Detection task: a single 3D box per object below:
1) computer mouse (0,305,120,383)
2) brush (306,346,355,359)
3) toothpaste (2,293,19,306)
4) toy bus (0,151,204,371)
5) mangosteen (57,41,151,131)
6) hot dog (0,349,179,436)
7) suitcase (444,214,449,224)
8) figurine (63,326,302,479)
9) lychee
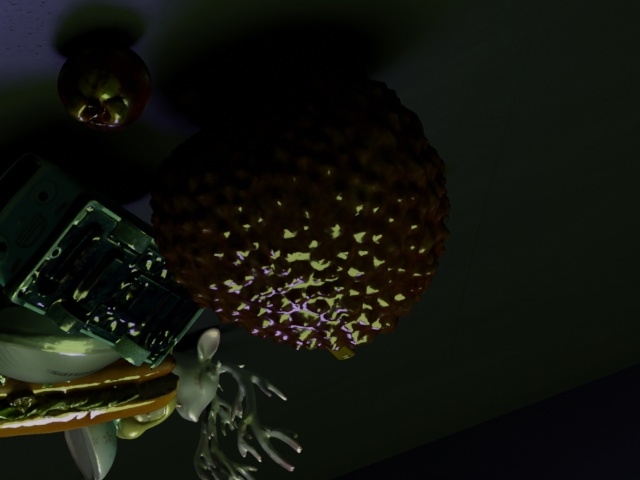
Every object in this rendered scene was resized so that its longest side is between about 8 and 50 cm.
[{"bbox_3d":[-0.345,0.130,1.603,0.197,0.095,0.331,4,169,-32],"label":"computer mouse"},{"bbox_3d":[0.026,0.183,2.284,0.083,0.010,0.218,-20,162,9],"label":"brush"},{"bbox_3d":[-0.296,0.064,1.648,0.216,0.037,0.062,-4,165,-37],"label":"toothpaste"},{"bbox_3d":[-0.238,0.014,1.336,0.133,0.165,0.271,-51,150,0],"label":"toy bus"},{"bbox_3d":[-0.184,-0.129,1.125,0.081,0.081,0.081,-14,161,-5],"label":"mangosteen"},{"bbox_3d":[-0.361,0.198,1.818,0.337,0.135,0.100,-7,-176,-19],"label":"hot dog"},{"bbox_3d":[0.000,0.000,1.660,0.206,0.066,0.286,6,151,-46],"label":"suitcase"},{"bbox_3d":[-0.216,0.281,1.993,0.316,0.284,0.206,-21,166,-22],"label":"figurine"},{"bbox_3d":[-0.021,-0.035,1.247,0.276,0.304,0.276,-44,-172,8],"label":"lychee"}]
